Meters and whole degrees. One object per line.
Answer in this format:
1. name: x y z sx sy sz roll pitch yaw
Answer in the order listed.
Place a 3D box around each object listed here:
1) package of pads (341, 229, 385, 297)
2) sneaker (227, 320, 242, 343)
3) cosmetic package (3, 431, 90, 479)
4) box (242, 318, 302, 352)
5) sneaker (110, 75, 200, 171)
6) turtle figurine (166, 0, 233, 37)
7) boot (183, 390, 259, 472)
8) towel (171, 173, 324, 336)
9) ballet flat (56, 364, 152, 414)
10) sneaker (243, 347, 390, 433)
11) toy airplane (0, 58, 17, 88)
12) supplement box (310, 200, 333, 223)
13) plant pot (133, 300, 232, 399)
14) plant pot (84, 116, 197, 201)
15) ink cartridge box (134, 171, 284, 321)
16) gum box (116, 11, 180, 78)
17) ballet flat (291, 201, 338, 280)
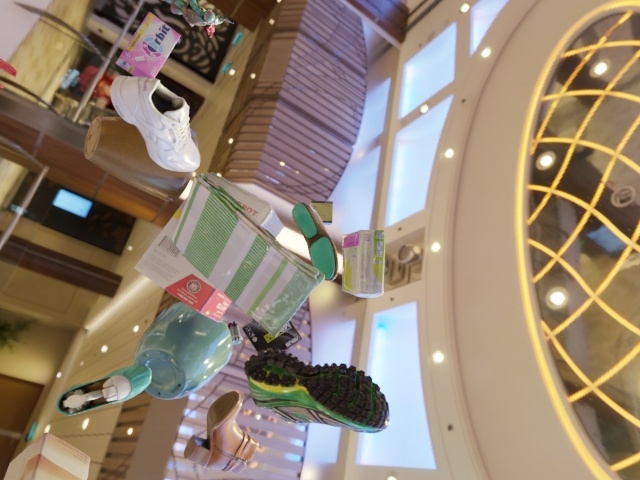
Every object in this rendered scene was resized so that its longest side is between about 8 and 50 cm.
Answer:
1. package of pads: 0.146 0.085 1.709 0.296 0.101 0.229 155 -63 -81
2. sneaker: -0.421 0.445 2.277 0.224 0.083 0.098 -37 -120 58
3. cosmetic package: -0.657 0.620 1.120 0.129 0.153 0.296 -42 -152 -2
4. box: -0.205 0.391 2.021 0.191 0.184 0.045 -31 -174 -6
5. sneaker: -0.373 -0.273 1.178 0.152 0.305 0.114 1 -120 24
6. turtle figurine: -0.413 -0.772 1.581 0.118 0.234 0.175 -60 162 -18
7. boot: -0.287 0.647 1.587 0.283 0.220 0.109 -56 -152 -1
8. towel: -0.168 0.039 1.012 0.038 0.325 0.248 -47 176 -47
9. ballet flat: -0.555 0.390 1.220 0.247 0.083 0.087 -19 -178 0
10. sneaker: -0.007 0.357 1.087 0.134 0.344 0.146 -49 144 -49
11. toy airplane: -0.601 -0.321 0.838 0.028 0.151 0.151 -59 -156 -17
12. supplement box: 0.003 -0.104 1.810 0.056 0.083 0.083 127 -36 -82
13. plant pot: -0.473 0.379 1.579 0.293 0.293 0.235 -53 179 21
14. plant pot: -0.524 -0.255 1.371 0.237 0.254 0.237 -14 -110 43
15. ink cartridge box: -0.340 0.017 1.512 0.279 0.160 0.384 29 -103 21
16. gum box: -0.514 -0.580 1.437 0.062 0.107 0.188 -4 -122 55
17. ballet flat: 0.000 0.000 1.118 0.073 0.067 0.206 -31 -109 23
